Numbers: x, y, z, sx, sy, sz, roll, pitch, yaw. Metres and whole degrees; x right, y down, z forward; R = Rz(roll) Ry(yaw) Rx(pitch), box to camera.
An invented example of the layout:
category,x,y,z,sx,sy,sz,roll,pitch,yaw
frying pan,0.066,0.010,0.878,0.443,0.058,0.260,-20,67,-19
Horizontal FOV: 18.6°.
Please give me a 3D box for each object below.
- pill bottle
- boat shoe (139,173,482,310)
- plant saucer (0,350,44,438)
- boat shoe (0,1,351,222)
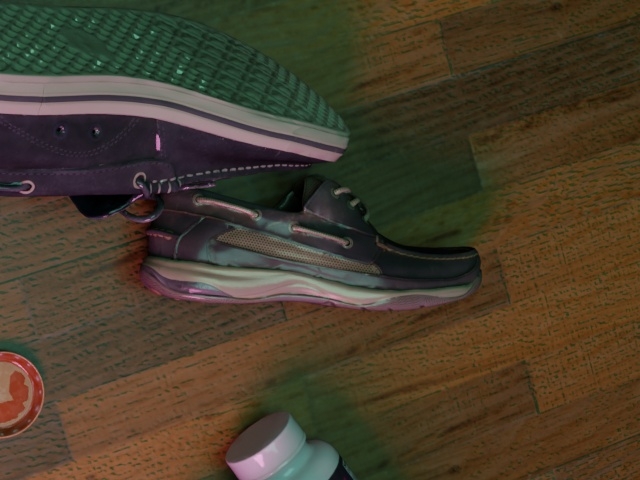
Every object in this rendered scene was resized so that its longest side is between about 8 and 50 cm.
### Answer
category,x,y,z,sx,sy,sz,roll,pitch,yaw
pill bottle,-0.007,0.267,1.940,0.108,0.108,0.193,-41,106,-16
boat shoe,0.000,0.000,1.919,0.355,0.132,0.130,2,92,-24
plant saucer,-0.306,0.147,1.861,0.083,0.013,0.083,-1,92,-22
boat shoe,-0.187,-0.111,1.797,0.500,0.187,0.156,1,126,-42
